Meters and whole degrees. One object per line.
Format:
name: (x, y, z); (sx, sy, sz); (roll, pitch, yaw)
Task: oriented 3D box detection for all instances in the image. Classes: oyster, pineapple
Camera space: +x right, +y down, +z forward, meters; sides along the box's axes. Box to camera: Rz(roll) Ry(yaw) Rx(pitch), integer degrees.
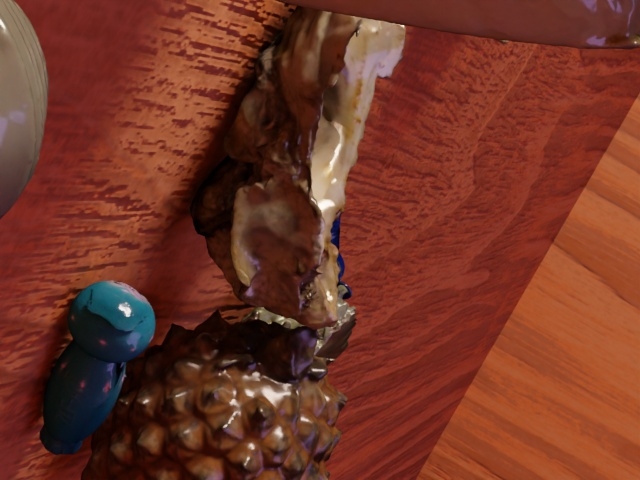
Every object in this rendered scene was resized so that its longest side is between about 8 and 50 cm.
oyster: (-0.014, -0.067, 1.178); (0.161, 0.107, 0.232); (0, 102, -70)
pineapple: (-0.057, 0.120, 1.236); (0.193, 0.166, 0.166); (-51, 173, 31)

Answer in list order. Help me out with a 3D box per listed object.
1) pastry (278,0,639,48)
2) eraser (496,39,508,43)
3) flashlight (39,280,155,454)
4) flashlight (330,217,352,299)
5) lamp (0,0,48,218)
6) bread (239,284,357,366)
pastry: (0.060, -0.165, 0.844); (0.265, 0.265, 0.133); (-24, 125, -70)
eraser: (0.159, -0.242, 1.493); (0.172, 0.058, 0.117); (-61, 168, 8)
flashlight: (-0.135, 0.076, 1.115); (0.051, 0.051, 0.129); (-42, 165, -54)
flashlight: (0.000, 0.000, 1.477); (0.035, 0.057, 0.121); (-49, 156, -36)
lamp: (-0.167, -0.032, 0.612); (0.193, 0.106, 0.106); (-31, 152, -46)
bread: (-0.041, 0.089, 1.449); (0.172, 0.064, 0.232); (-50, 172, 34)
